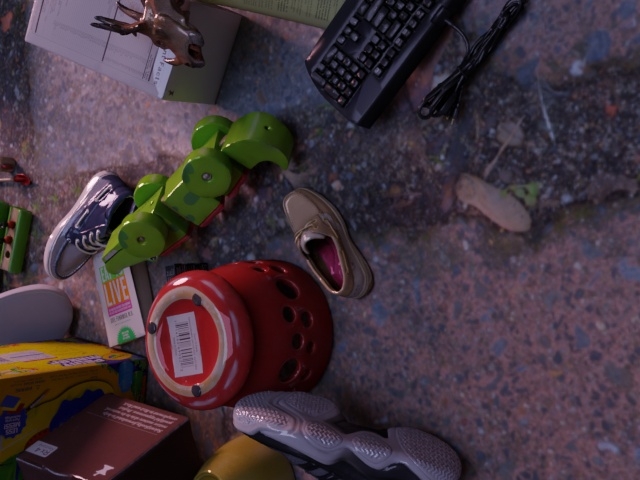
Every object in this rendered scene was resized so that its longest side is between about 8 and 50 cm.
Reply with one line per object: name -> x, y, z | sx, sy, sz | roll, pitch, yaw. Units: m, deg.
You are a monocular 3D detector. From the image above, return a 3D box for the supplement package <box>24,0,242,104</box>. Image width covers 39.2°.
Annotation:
supplement package -> -0.255, -0.291, 1.230 | 0.244, 0.134, 0.139 | 26, 105, 20

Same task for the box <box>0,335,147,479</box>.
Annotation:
box -> -0.422, 0.301, 1.285 | 0.177, 0.290, 0.279 | 9, 96, 35

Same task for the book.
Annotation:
book -> -0.297, 0.081, 1.356 | 0.096, 0.035, 0.144 | -21, 79, 39

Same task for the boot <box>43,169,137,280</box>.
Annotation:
boot -> -0.345, -0.009, 1.344 | 0.086, 0.069, 0.190 | 37, 101, 43

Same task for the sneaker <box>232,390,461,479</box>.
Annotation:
sneaker -> 0.016, 0.277, 1.037 | 0.268, 0.101, 0.153 | 16, 108, 6

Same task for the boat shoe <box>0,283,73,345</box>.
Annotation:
boat shoe -> -0.568, 0.181, 1.443 | 0.367, 0.136, 0.156 | -38, 25, -8

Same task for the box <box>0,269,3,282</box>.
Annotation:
box -> -0.660, 0.103, 1.512 | 0.108, 0.207, 0.153 | 17, 101, 35

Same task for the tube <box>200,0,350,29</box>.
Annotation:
tube -> -0.038, -0.305, 1.104 | 0.240, 0.062, 0.070 | 10, 139, 5

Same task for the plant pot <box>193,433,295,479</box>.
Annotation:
plant pot -> -0.113, 0.328, 1.177 | 0.134, 0.095, 0.134 | 1, 91, 37

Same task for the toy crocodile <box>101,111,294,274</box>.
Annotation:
toy crocodile -> -0.177, -0.059, 1.220 | 0.340, 0.105, 0.115 | -39, 26, 25

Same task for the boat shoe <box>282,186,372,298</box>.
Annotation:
boat shoe -> 0.000, 0.000, 1.116 | 0.063, 0.059, 0.170 | -49, 64, 26

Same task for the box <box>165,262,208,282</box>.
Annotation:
box -> -0.180, 0.073, 1.244 | 0.018, 0.067, 0.083 | -13, 83, 36

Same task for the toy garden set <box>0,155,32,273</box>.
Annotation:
toy garden set -> -0.592, -0.073, 1.555 | 0.244, 0.049, 0.204 | 17, 98, 35

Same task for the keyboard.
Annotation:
keyboard -> 0.127, -0.262, 1.020 | 0.201, 0.033, 0.317 | 43, 110, 19

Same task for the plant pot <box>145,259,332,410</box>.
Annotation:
plant pot -> -0.106, 0.120, 1.127 | 0.191, 0.174, 0.191 | 0, 90, 34

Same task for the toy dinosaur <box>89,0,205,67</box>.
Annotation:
toy dinosaur -> -0.228, -0.358, 1.085 | 0.200, 0.127, 0.296 | 105, 153, -57

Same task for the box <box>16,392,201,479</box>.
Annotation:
box -> -0.268, 0.347, 1.208 | 0.168, 0.167, 0.203 | 8, 118, 35
